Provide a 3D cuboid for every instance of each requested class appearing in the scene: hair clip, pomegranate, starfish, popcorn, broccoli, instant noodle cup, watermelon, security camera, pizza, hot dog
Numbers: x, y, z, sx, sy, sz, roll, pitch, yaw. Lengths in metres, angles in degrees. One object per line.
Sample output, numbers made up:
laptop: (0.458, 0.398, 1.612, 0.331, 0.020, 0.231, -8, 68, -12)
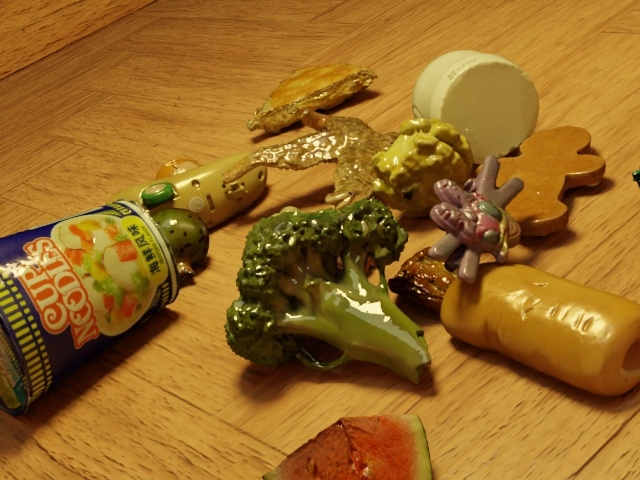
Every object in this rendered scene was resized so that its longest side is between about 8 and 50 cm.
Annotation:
hair clip: (0.212, -0.041, 1.469, 0.090, 0.137, 0.278, -50, 2, 27)
pomegranate: (-0.251, 0.007, 1.853, 0.130, 0.130, 0.130, -16, 27, 8)
starfish: (0.008, -0.155, 1.918, 0.324, 0.082, 0.432, 9, 29, 26)
popcorn: (0.163, -0.117, 1.743, 0.173, 0.173, 0.142, -20, 67, 0)
broccoli: (0.029, 0.069, 1.488, 0.302, 0.186, 0.254, 9, 70, 13)
instant noodle cup: (-0.401, 0.081, 1.673, 0.312, 0.284, 0.284, -29, 27, -33)
watermelon: (0.047, 0.273, 1.171, 0.193, 0.137, 0.145, -23, 62, -7)
security camera: (0.259, -0.247, 1.901, 0.195, 0.194, 0.236, -23, 21, -7)
pizza: (-0.050, -0.303, 2.346, 0.288, 0.075, 0.280, -34, 26, -23)
hot dog: (0.159, 0.055, 1.530, 0.099, 0.065, 0.147, -40, 34, -17)

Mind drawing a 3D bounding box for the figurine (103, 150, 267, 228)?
figurine: (-0.253, -0.086, 2.020, 0.325, 0.124, 0.222, -25, 24, -17)

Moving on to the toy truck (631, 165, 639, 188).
toy truck: (0.505, -0.068, 1.492, 0.116, 0.110, 0.216, -24, 25, 21)

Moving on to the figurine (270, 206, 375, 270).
figurine: (-0.001, -0.001, 1.709, 0.197, 0.093, 0.147, 5, 23, 36)

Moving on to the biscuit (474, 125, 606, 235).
biscuit: (0.344, -0.091, 1.702, 0.216, 0.047, 0.339, -1, 30, 28)

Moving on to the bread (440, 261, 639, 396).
bread: (0.283, 0.097, 1.343, 0.142, 0.091, 0.305, -38, 31, -23)
